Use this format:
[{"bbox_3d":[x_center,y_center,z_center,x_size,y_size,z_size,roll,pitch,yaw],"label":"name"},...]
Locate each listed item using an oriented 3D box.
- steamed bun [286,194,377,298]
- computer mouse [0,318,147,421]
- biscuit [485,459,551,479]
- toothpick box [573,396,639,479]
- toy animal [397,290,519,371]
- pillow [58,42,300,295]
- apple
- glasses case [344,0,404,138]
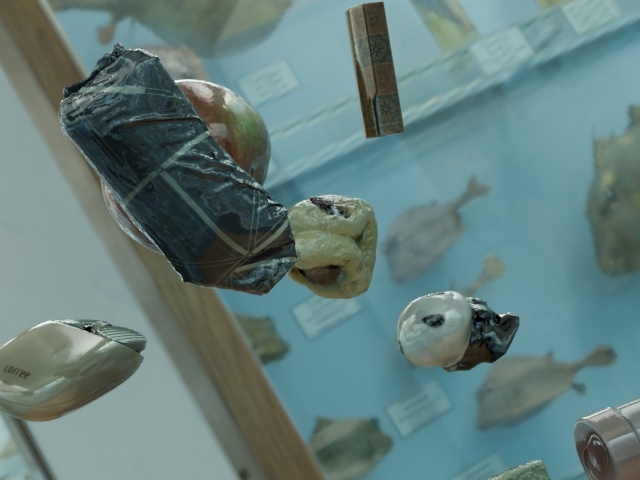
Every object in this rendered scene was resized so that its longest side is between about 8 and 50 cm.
[{"bbox_3d":[0.000,0.000,1.955,0.141,0.172,0.155,3,-9,27],"label":"steamed bun"},{"bbox_3d":[-0.334,0.158,1.612,0.145,0.082,0.236,15,23,27],"label":"computer mouse"},{"bbox_3d":[0.208,0.404,1.655,0.252,0.150,0.052,-20,-4,1],"label":"biscuit"},{"bbox_3d":[0.375,0.221,1.392,0.149,0.098,0.098,-19,-12,-13],"label":"toothpick box"},{"bbox_3d":[0.221,0.149,2.110,0.179,0.138,0.166,16,-50,-32],"label":"toy animal"},{"bbox_3d":[-0.165,-0.070,1.443,0.161,0.335,0.092,-35,6,27],"label":"pillow"},{"bbox_3d":[-0.254,-0.139,2.343,0.348,0.277,0.348,-62,-9,-16],"label":"apple"},{"bbox_3d":[0.087,-0.281,2.053,0.049,0.218,0.075,-10,3,-19],"label":"glasses case"}]
